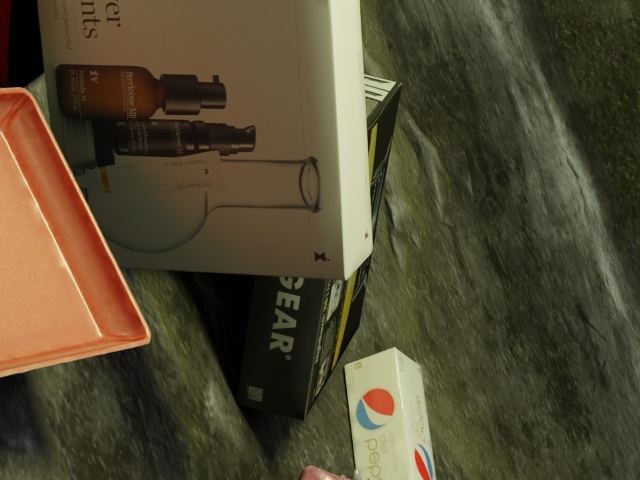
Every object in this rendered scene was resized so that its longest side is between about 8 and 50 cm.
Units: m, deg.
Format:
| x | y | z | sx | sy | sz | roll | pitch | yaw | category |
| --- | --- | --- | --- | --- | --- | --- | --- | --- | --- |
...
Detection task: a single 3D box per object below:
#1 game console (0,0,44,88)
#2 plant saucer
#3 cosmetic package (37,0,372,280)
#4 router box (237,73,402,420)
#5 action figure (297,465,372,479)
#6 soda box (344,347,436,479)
| x | y | z | sx | sy | sz | roll | pitch | yaw | category |
| --- | --- | --- | --- | --- | --- | --- | --- | --- | --- |
| -0.244 | -0.355 | 1.888 | 0.386 | 0.060 | 0.342 | -53 | 152 | -62 | game console |
| -0.286 | -0.002 | 1.590 | 0.258 | 0.048 | 0.259 | -10 | 69 | -56 | plant saucer |
| -0.106 | -0.159 | 1.749 | 0.097 | 0.284 | 0.377 | -49 | 138 | -65 | cosmetic package |
| 0.000 | 0.000 | 2.058 | 0.243 | 0.081 | 0.309 | -55 | 157 | -63 | router box |
| -0.042 | 0.366 | 1.818 | 0.370 | 0.248 | 0.276 | -30 | 142 | -54 | action figure |
| 0.084 | 0.240 | 2.249 | 0.069 | 0.074 | 0.216 | 38 | 38 | -50 | soda box |
